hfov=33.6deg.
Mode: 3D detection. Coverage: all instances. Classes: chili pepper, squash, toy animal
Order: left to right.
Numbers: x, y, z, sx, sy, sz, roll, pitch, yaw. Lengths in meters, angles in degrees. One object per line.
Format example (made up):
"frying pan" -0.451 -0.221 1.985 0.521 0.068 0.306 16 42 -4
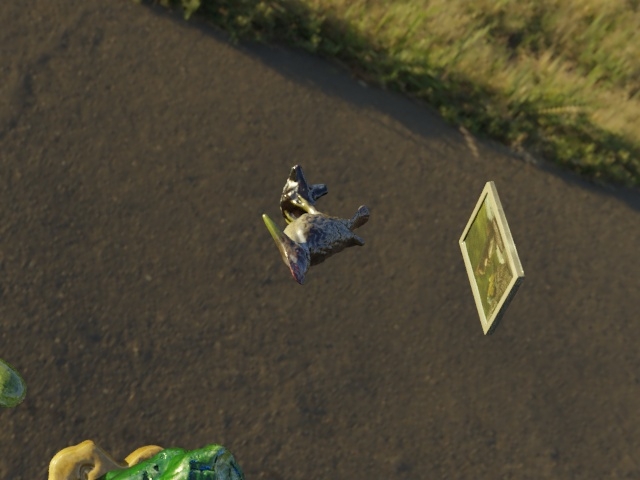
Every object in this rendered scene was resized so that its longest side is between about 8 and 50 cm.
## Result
"squash" -0.539 0.171 1.564 0.239 0.069 0.069 31 38 2
"chili pepper" -0.163 0.207 0.794 0.098 0.224 0.061 -2 69 -67
"toy animal" -0.007 -0.007 1.057 0.105 0.070 0.202 30 23 -2

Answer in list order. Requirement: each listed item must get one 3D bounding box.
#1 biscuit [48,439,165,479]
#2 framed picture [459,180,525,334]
"biscuit" -0.171 0.282 1.011 0.225 0.166 0.036 33 -6 -22
"framed picture" 0.118 0.012 0.740 0.007 0.066 0.089 3 48 -14
